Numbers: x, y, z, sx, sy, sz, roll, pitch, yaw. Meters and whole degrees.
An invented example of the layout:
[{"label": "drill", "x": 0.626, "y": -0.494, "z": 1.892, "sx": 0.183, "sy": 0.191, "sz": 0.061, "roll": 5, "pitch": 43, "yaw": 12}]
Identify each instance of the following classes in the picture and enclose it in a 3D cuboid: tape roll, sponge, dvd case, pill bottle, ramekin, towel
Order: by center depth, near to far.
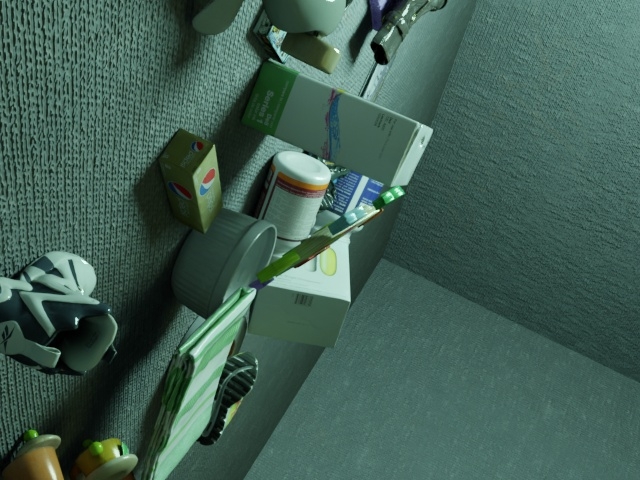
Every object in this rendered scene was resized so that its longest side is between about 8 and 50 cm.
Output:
[{"label": "towel", "x": -0.204, "y": 0.249, "z": 1.389, "sx": 0.248, "sy": 0.038, "sz": 0.324, "roll": -50, "pitch": 162, "yaw": -59}, {"label": "ramekin", "x": -0.172, "y": 0.042, "z": 1.465, "sx": 0.207, "sy": 0.109, "sz": 0.207, "roll": -61, "pitch": 170, "yaw": -19}, {"label": "pill bottle", "x": -0.069, "y": -0.059, "z": 1.695, "sx": 0.221, "sy": 0.121, "sz": 0.121, "roll": -68, "pitch": 169, "yaw": 25}, {"label": "tape roll", "x": -0.236, "y": 0.241, "z": 1.743, "sx": 0.219, "sy": 0.072, "sz": 0.219, "roll": -59, "pitch": 169, "yaw": -19}, {"label": "sponge", "x": 0.147, "y": -0.546, "z": 1.838, "sx": 0.117, "sy": 0.031, "sz": 0.210, "roll": -62, "pitch": 171, "yaw": -5}, {"label": "pill bottle", "x": 0.062, "y": -0.113, "z": 2.139, "sx": 0.264, "sy": 0.153, "sz": 0.153, "roll": -64, "pitch": 170, "yaw": 5}, {"label": "dvd case", "x": 0.140, "y": -0.408, "z": 2.184, "sx": 0.221, "sy": 0.018, "sz": 0.164, "roll": -64, "pitch": 170, "yaw": 4}]

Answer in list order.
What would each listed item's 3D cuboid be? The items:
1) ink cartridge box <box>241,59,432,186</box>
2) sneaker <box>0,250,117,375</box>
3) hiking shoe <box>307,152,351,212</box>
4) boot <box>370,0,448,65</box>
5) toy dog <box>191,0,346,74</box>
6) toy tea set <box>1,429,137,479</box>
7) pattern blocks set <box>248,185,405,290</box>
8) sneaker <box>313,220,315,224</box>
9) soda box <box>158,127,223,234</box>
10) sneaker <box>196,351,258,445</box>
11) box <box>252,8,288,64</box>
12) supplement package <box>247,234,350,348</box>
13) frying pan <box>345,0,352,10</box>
[{"label": "ink cartridge box", "x": 0.035, "y": -0.195, "z": 1.435, "sx": 0.117, "sy": 0.278, "sz": 0.201, "roll": -67, "pitch": 170, "yaw": 10}, {"label": "sneaker", "x": -0.276, "y": 0.087, "z": 0.924, "sx": 0.094, "sy": 0.153, "sz": 0.235, "roll": -64, "pitch": 170, "yaw": 6}, {"label": "hiking shoe", "x": -0.019, "y": -0.143, "z": 1.884, "sx": 0.132, "sy": 0.113, "sz": 0.304, "roll": -35, "pitch": -165, "yaw": 33}, {"label": "boot", "x": 0.189, "y": -0.498, "z": 1.893, "sx": 0.229, "sy": 0.091, "sz": 0.263, "roll": -58, "pitch": 167, "yaw": 5}, {"label": "toy dog", "x": -0.070, "y": -0.337, "z": 1.057, "sx": 0.220, "sy": 0.161, "sz": 0.333, "roll": -59, "pitch": 154, "yaw": -10}, {"label": "toy tea set", "x": -0.382, "y": 0.346, "z": 1.263, "sx": 0.200, "sy": 0.124, "sz": 0.336, "roll": -25, "pitch": 155, "yaw": -25}, {"label": "pattern blocks set", "x": 0.000, "y": 0.000, "z": 1.413, "sx": 0.325, "sy": 0.026, "sz": 0.285, "roll": -34, "pitch": 177, "yaw": 38}, {"label": "sneaker", "x": -0.042, "y": -0.076, "z": 2.016, "sx": 0.061, "sy": 0.054, "sz": 0.152, "roll": -41, "pitch": 151, "yaw": -43}, {"label": "soda box", "x": -0.187, "y": -0.082, "z": 1.228, "sx": 0.061, "sy": 0.058, "sz": 0.181, "roll": -60, "pitch": 168, "yaw": -24}, {"label": "sneaker", "x": -0.196, "y": 0.318, "z": 1.738, "sx": 0.208, "sy": 0.081, "sz": 0.094, "roll": -57, "pitch": 177, "yaw": 2}, {"label": "box", "x": -0.060, "y": -0.341, "z": 1.313, "sx": 0.093, "sy": 0.027, "sz": 0.137, "roll": -65, "pitch": 170, "yaw": -1}, {"label": "supplement package", "x": -0.046, "y": 0.101, "z": 1.835, "sx": 0.203, "sy": 0.194, "sz": 0.149, "roll": -91, "pitch": -165, "yaw": -53}, {"label": "frying pan", "x": 0.050, "y": -0.492, "z": 1.363, "sx": 0.197, "sy": 0.053, "sz": 0.326, "roll": -46, "pitch": 163, "yaw": -44}]
